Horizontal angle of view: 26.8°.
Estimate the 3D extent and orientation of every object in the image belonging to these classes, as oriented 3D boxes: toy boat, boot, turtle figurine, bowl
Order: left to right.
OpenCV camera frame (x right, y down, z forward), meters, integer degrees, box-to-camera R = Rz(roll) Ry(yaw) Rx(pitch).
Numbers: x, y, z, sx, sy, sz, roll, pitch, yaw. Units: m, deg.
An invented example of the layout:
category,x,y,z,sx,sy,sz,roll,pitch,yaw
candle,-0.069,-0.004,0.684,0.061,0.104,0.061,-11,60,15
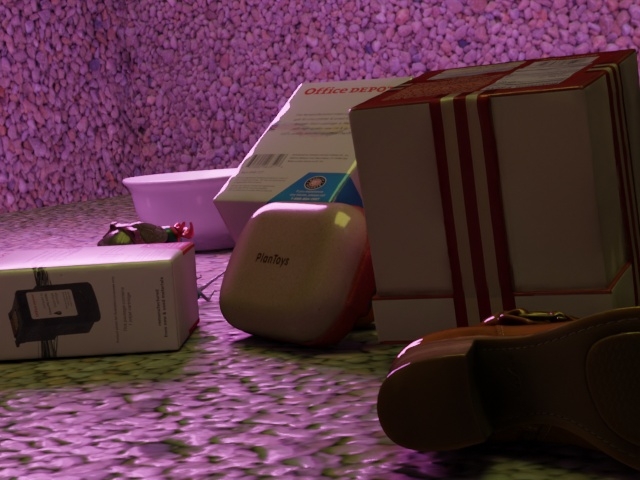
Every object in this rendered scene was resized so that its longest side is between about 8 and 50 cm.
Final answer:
category,x,y,z,sx,sy,sz,roll,pitch,yaw
turtle figurine,-0.246,0.034,1.711,0.234,0.118,0.175,-17,13,-40
bowl,-0.197,-0.055,2.385,0.298,0.134,0.298,-5,6,1
toy boat,0.002,0.046,1.410,0.151,0.151,0.231,28,-13,-33
boot,0.188,0.095,0.928,0.284,0.109,0.220,-10,0,15

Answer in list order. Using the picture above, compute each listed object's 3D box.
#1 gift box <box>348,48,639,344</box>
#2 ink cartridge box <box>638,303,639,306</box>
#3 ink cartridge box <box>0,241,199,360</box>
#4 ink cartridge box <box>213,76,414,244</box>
category,x,y,z,sx,sy,sz,roll,pitch,yaw
gift box,0.199,-0.033,1.271,0.255,0.258,0.276,-1,14,31
ink cartridge box,0.340,-0.018,1.445,0.127,0.176,0.128,-4,6,-16
ink cartridge box,-0.261,0.063,1.459,0.237,0.100,0.172,-3,6,3
ink cartridge box,0.025,-0.059,1.598,0.171,0.168,0.232,3,44,36
